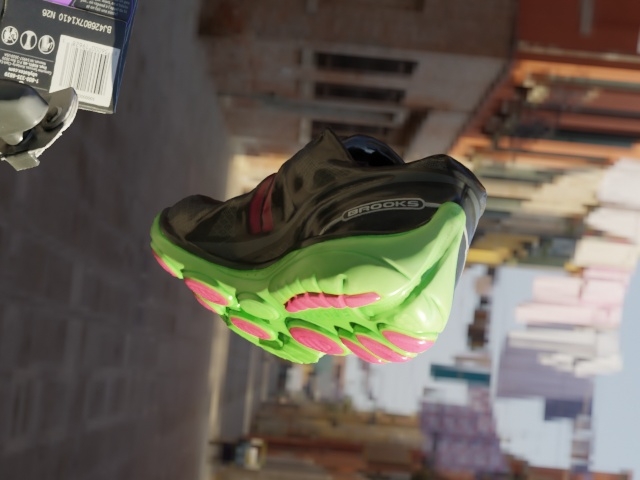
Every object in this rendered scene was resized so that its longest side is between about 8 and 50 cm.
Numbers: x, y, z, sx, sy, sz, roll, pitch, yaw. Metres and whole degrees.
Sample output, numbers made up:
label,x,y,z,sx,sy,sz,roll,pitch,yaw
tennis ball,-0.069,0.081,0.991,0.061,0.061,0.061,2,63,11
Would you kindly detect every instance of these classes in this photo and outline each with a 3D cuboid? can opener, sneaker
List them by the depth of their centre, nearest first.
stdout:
label,x,y,z,sx,sy,sz,roll,pitch,yaw
can opener,-0.330,-0.095,1.402,0.093,0.280,0.074,49,44,-33
sneaker,0.000,0.000,1.518,0.483,0.185,0.202,5,-124,56

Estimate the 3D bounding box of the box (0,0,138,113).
label,x,y,z,sx,sy,sz,roll,pitch,yaw
box,-0.334,-0.224,1.602,0.270,0.165,0.143,14,-87,47
